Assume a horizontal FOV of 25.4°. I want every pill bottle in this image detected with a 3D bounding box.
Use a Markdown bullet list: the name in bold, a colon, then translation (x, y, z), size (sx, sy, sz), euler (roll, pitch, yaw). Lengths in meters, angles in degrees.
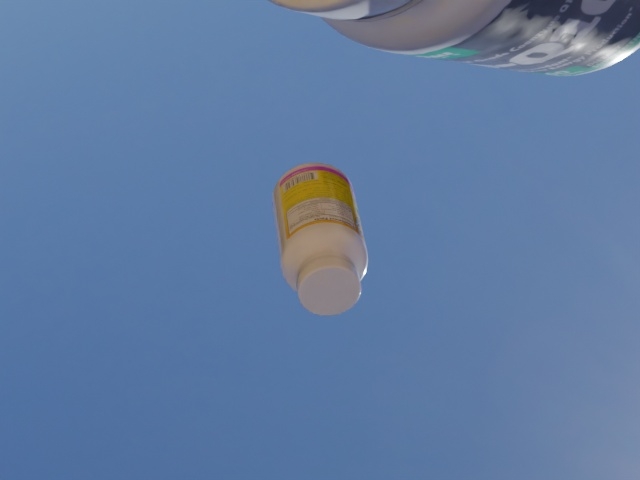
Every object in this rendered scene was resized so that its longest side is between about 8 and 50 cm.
- **pill bottle**: translation (0.102, -0.227, 0.997), size (0.204, 0.204, 0.361), euler (-7, 177, 36)
- **pill bottle**: translation (0.000, 0.000, 0.706), size (0.043, 0.043, 0.083), euler (-24, -144, 11)
